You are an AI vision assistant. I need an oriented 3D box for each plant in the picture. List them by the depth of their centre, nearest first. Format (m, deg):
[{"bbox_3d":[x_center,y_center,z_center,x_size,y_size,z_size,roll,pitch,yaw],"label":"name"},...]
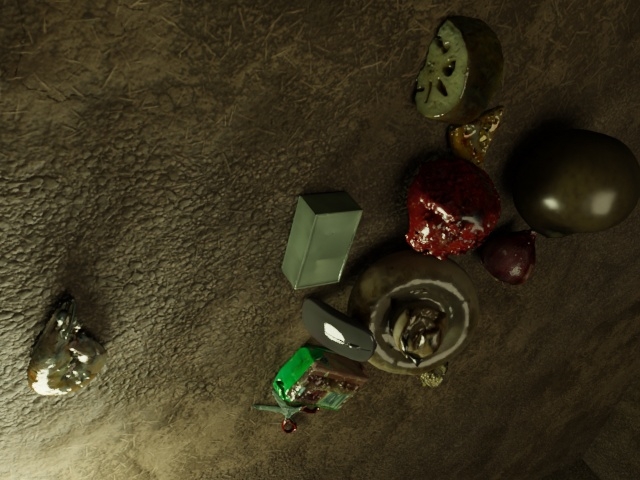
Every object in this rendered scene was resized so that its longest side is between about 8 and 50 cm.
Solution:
[{"bbox_3d":[0.386,0.461,2.157,0.117,0.104,0.122,-30,145,-24],"label":"plant"}]

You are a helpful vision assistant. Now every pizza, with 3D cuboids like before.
[{"bbox_3d":[0.408,-0.263,1.578,0.176,0.036,0.184,-37,138,0],"label":"pizza"}]

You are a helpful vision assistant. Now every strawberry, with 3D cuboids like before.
[{"bbox_3d":[0.335,-0.072,1.534,0.274,0.220,0.274,-13,114,-31],"label":"strawberry"}]

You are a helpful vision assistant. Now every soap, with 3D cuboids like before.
[{"bbox_3d":[0.006,0.421,1.868,0.273,0.098,0.218,25,110,-44],"label":"soap"}]

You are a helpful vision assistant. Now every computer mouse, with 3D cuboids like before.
[{"bbox_3d":[0.040,0.235,1.636,0.057,0.232,0.120,-35,145,-43],"label":"computer mouse"}]

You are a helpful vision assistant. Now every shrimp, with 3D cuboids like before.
[{"bbox_3d":[-0.545,0.239,1.372,0.164,0.062,0.316,-2,132,-38],"label":"shrimp"}]

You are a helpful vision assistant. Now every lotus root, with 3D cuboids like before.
[{"bbox_3d":[0.306,-0.360,1.367,0.119,0.138,0.234,-9,126,-41],"label":"lotus root"}]

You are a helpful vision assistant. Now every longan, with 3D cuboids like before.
[{"bbox_3d":[0.678,-0.148,1.668,0.319,0.319,0.318,-18,135,-20],"label":"longan"}]

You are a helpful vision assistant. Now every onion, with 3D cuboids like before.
[{"bbox_3d":[0.582,0.038,1.874,0.159,0.159,0.195,25,107,-44],"label":"onion"}]

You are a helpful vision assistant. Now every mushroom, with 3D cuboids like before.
[{"bbox_3d":[0.253,0.206,1.665,0.363,0.294,0.362,-1,112,-3],"label":"mushroom"}]

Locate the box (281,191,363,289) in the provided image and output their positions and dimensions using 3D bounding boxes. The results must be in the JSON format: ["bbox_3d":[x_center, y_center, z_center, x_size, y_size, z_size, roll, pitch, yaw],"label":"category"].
[{"bbox_3d":[0.000,0.000,1.501,0.130,0.086,0.225,-7,130,-30],"label":"box"}]

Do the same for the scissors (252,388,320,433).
[{"bbox_3d":[-0.110,0.528,1.947,0.144,0.017,0.248,-42,136,5],"label":"scissors"}]
